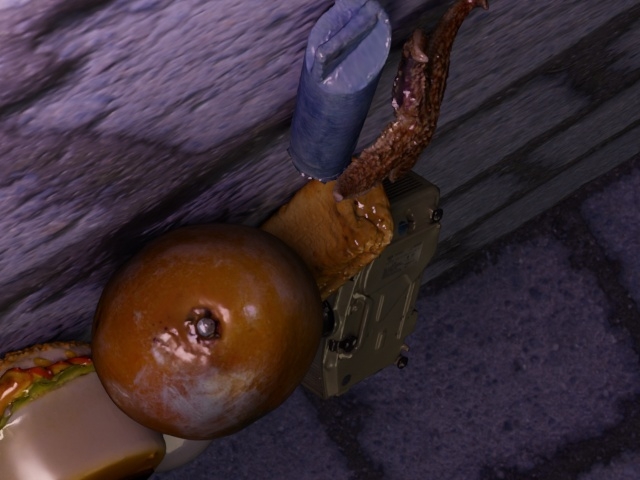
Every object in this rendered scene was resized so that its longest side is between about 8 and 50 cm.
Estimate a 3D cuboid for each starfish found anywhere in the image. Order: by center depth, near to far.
[{"bbox_3d":[0.068,-0.094,1.218,0.213,0.057,0.238,102,12,-52],"label":"starfish"}]

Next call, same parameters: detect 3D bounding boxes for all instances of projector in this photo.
[{"bbox_3d":[0.047,0.061,1.831,0.193,0.088,0.270,-24,137,-41],"label":"projector"}]

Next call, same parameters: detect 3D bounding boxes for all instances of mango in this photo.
[{"bbox_3d":[-0.108,0.082,1.490,0.221,0.199,0.384,-36,-176,-2],"label":"mango"}]

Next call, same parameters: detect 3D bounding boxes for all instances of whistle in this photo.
[{"bbox_3d":[0.011,-0.109,1.191,0.062,0.062,0.304,-29,171,-10],"label":"whistle"}]

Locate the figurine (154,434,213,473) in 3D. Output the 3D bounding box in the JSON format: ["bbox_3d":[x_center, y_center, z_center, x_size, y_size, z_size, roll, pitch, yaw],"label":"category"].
[{"bbox_3d":[-0.144,0.151,1.862,0.370,0.167,0.281,-36,179,-24],"label":"figurine"}]

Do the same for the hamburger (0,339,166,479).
[{"bbox_3d":[-0.301,0.226,1.618,0.276,0.179,0.294,-11,144,-56],"label":"hamburger"}]

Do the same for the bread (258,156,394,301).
[{"bbox_3d":[0.000,0.000,1.642,0.083,0.114,0.211,-5,159,-33],"label":"bread"}]
